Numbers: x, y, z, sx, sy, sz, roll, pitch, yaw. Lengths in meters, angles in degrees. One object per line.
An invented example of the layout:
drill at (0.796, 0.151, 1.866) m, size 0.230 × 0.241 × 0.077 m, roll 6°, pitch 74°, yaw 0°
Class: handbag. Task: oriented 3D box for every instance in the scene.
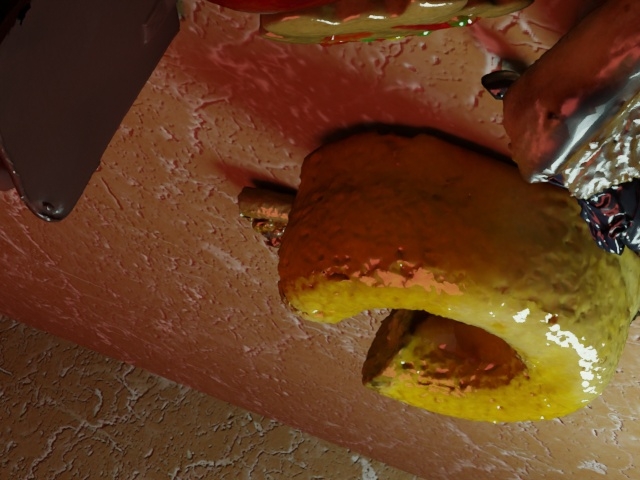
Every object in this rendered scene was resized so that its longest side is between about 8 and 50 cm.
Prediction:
handbag at (-0.214, -0.180, 0.718) m, size 0.084 × 0.275 × 0.260 m, roll 24°, pitch 155°, yaw 7°

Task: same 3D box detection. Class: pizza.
pizza at (-0.002, 0.002, 1.150) m, size 0.246 × 0.058 × 0.127 m, roll 37°, pitch 153°, yaw -24°

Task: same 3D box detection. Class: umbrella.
umbrella at (0.235, -0.067, 0.767) m, size 0.248 × 0.071 × 0.071 m, roll 42°, pitch 152°, yaw -29°

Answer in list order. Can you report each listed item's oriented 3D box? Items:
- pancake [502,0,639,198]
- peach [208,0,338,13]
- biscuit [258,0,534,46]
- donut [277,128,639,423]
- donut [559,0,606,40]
pancake at (0.236, -0.110, 0.564) m, size 0.212 × 0.056 × 0.257 m, roll 1°, pitch 138°, yaw -5°
peach at (-0.028, -0.230, 0.478) m, size 0.243 × 0.243 × 0.199 m, roll 13°, pitch 158°, yaw 26°
biscuit at (0.039, -0.172, 0.654) m, size 0.212 × 0.041 × 0.238 m, roll -13°, pitch -169°, yaw -18°
donut at (0.164, 0.073, 0.973) m, size 0.377 × 0.163 × 0.435 m, roll -2°, pitch 143°, yaw 35°
donut at (0.223, -0.116, 0.656) m, size 0.108 × 0.065 × 0.166 m, roll -14°, pitch 142°, yaw 21°
